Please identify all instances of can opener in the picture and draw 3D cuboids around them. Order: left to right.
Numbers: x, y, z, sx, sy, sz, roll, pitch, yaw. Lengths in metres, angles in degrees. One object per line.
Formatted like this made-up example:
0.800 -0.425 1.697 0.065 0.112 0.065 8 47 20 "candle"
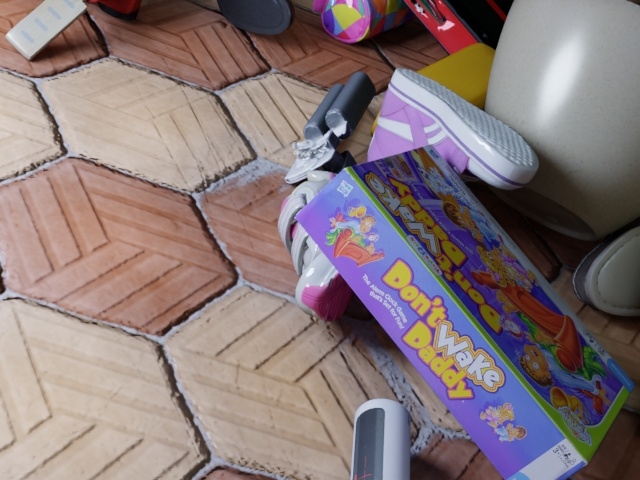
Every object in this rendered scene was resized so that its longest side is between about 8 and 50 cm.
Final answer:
0.021 -0.139 1.404 0.093 0.074 0.280 53 29 -21 "can opener"

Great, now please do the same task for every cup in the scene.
0.343 -0.141 1.372 0.331 0.237 0.331 30 -6 3 "cup"

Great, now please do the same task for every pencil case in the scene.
0.091 -0.399 1.765 0.104 0.104 0.236 37 34 17 "pencil case"

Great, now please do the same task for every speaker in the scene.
0.055 0.209 0.949 0.055 0.055 0.136 20 34 -8 "speaker"

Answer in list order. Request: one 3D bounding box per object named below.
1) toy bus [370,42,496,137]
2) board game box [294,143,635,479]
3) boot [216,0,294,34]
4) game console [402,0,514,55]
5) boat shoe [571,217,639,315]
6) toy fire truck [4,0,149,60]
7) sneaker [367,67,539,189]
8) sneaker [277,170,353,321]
0.199 -0.196 1.524 0.108 0.130 0.333 36 35 15 "toy bus"
0.156 0.067 1.067 0.347 0.078 0.233 51 27 9 "board game box"
-0.079 -0.413 1.701 0.264 0.096 0.280 28 26 28 "boot"
0.276 -0.391 1.823 0.386 0.060 0.342 51 32 4 "game console"
0.440 0.017 1.420 0.324 0.116 0.097 -25 16 -34 "boat shoe"
-0.357 -0.354 1.395 0.217 0.158 0.246 27 23 1 "toy fire truck"
0.147 -0.087 1.262 0.102 0.161 0.282 14 19 -29 "sneaker"
0.000 0.000 1.171 0.111 0.103 0.252 21 27 1 "sneaker"
